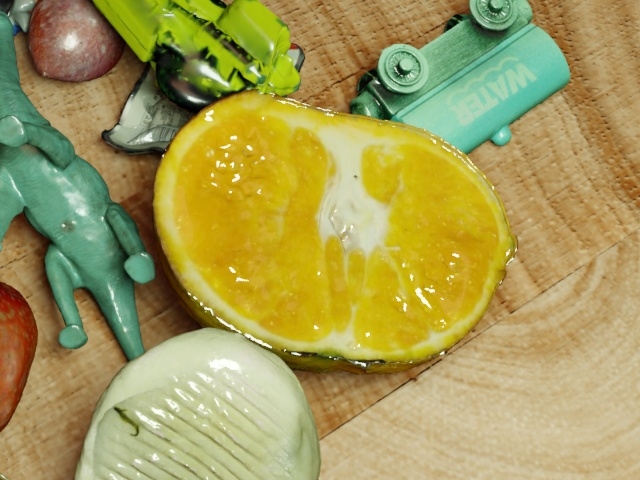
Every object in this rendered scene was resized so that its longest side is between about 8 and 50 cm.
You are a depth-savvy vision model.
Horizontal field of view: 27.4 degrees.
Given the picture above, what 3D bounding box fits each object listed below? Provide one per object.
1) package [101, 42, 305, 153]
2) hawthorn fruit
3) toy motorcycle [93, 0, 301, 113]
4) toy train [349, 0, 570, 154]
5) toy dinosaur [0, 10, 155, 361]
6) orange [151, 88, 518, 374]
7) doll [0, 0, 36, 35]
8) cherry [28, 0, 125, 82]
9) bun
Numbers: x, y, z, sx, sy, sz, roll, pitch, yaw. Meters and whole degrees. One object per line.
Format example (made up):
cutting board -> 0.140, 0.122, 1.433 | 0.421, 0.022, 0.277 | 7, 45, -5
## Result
package -> -0.126, -0.151, 1.419 | 0.166, 0.040, 0.232 | 18, 52, 4
hawthorn fruit -> -0.335, 0.133, 1.185 | 0.163, 0.162, 0.203 | -5, 77, -6
toy motorcycle -> -0.158, -0.264, 1.365 | 0.206, 0.142, 0.342 | -32, 73, -32
toy train -> 0.154, -0.168, 1.417 | 0.248, 0.101, 0.159 | -34, 82, -20
toy dinosaur -> -0.245, -0.049, 1.317 | 0.129, 0.383, 0.331 | -30, 23, 7
orange -> -0.002, -0.003, 1.213 | 0.310, 0.274, 0.274 | 20, 46, -45
doll -> -0.368, -0.267, 1.456 | 0.096, 0.070, 0.195 | -25, 55, 0
cherry -> -0.248, -0.254, 1.442 | 0.107, 0.090, 0.225 | 35, 49, -10
bun -> -0.104, 0.183, 1.138 | 0.210, 0.237, 0.116 | 28, 18, -15
